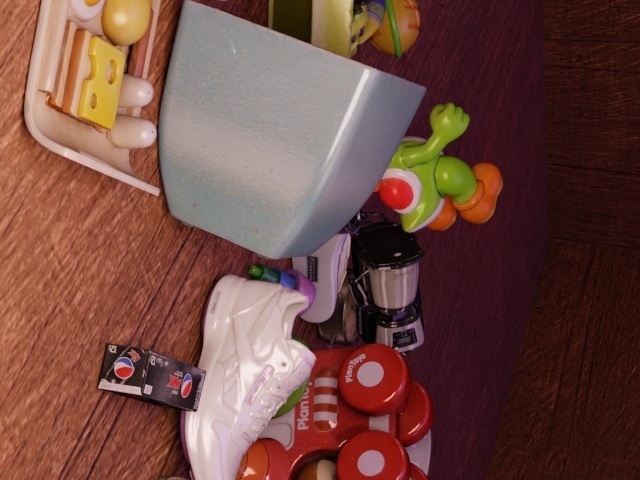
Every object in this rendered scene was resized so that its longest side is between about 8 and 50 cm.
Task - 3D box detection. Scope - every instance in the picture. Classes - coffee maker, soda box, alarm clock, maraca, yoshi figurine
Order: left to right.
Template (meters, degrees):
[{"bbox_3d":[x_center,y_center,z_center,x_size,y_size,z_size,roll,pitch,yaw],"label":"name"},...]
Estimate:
[{"bbox_3d":[-0.193,0.161,1.512,0.169,0.060,0.053,41,57,-68],"label":"soda box"},{"bbox_3d":[0.042,0.106,2.201,0.192,0.064,0.129,-24,120,-65],"label":"alarm clock"},{"bbox_3d":[0.111,-0.387,2.165,0.127,0.099,0.185,80,-1,-57],"label":"maraca"},{"bbox_3d":[0.111,0.070,2.097,0.171,0.120,0.178,-81,168,-57],"label":"coffee maker"},{"bbox_3d":[0.116,-0.160,2.041,0.362,0.203,0.203,28,104,-37],"label":"yoshi figurine"}]

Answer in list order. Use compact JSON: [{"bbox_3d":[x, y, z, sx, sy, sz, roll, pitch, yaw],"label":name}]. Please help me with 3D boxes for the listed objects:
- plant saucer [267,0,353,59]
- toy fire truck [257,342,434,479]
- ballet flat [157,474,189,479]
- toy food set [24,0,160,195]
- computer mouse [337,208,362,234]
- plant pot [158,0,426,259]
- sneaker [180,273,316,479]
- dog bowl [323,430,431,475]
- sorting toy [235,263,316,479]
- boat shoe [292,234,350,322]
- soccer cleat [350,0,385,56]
[{"bbox_3d":[-0.023,-0.271,1.741,0.045,0.188,0.188,-7,109,-28],"label":"plant saucer"},{"bbox_3d":[0.018,0.287,1.827,0.169,0.254,0.302,55,33,-57],"label":"toy fire truck"},{"bbox_3d":[-0.194,0.418,1.619,0.084,0.058,0.249,39,60,-69],"label":"ballet flat"},{"bbox_3d":[-0.188,-0.212,1.318,0.220,0.092,0.306,24,74,-72],"label":"toy food set"},{"bbox_3d":[-0.037,-0.085,1.817,0.272,0.072,0.188,-15,108,-54],"label":"computer mouse"},{"bbox_3d":[-0.051,-0.116,1.561,0.252,0.247,0.248,-70,163,8],"label":"plant pot"},{"bbox_3d":[-0.091,0.189,1.663,0.114,0.152,0.305,64,33,-68],"label":"sneaker"},{"bbox_3d":[0.064,0.387,2.055,0.349,0.102,0.348,-160,-90,-77],"label":"dog bowl"},{"bbox_3d":[-0.101,0.191,1.797,0.126,0.127,0.365,33,59,-38],"label":"sorting toy"},{"bbox_3d":[0.000,0.000,2.013,0.084,0.095,0.258,-60,163,-58],"label":"boat shoe"},{"bbox_3d":[0.031,-0.309,1.955,0.289,0.094,0.121,-52,151,-57],"label":"soccer cleat"}]
